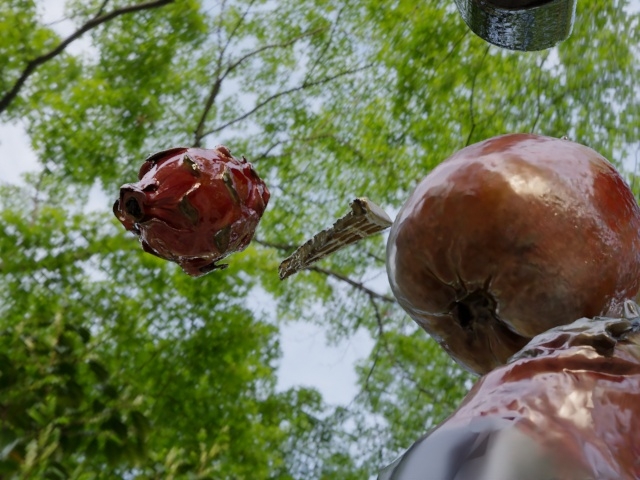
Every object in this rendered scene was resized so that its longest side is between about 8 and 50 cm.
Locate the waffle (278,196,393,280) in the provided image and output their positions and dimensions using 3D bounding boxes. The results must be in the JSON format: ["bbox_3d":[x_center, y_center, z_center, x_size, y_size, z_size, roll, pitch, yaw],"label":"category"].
[{"bbox_3d":[0.000,0.000,1.028,0.152,0.097,0.023,-26,-108,17],"label":"waffle"}]

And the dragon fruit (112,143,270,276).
[{"bbox_3d":[-0.129,-0.030,0.956,0.136,0.165,0.133,5,-82,40],"label":"dragon fruit"}]

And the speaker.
[{"bbox_3d":[0.165,-0.411,1.210,0.184,0.180,0.389,-26,-104,6],"label":"speaker"}]

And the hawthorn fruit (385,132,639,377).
[{"bbox_3d":[0.198,0.010,0.872,0.262,0.231,0.235,-31,-111,-4],"label":"hawthorn fruit"}]

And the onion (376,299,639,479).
[{"bbox_3d":[0.046,0.188,0.311,0.398,0.420,0.398,26,-18,9],"label":"onion"}]
